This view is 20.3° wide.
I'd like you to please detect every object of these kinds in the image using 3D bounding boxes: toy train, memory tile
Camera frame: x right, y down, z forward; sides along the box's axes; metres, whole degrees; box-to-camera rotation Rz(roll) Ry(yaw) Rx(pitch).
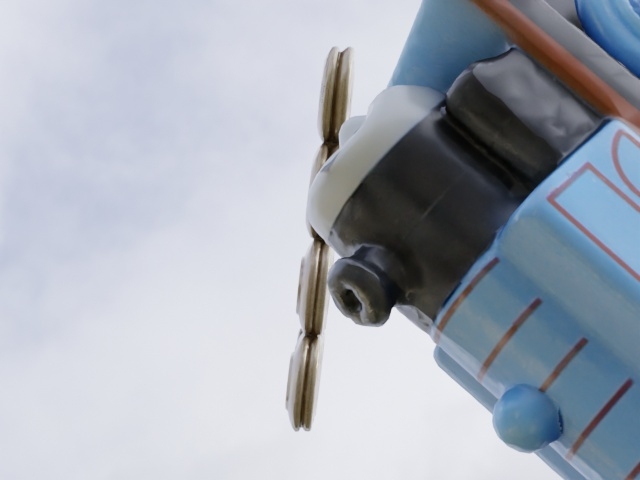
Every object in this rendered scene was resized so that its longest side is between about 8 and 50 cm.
[{"bbox_3d":[0.078,0.017,0.343,0.184,0.105,0.080,42,-34,12],"label":"toy train"},{"bbox_3d":[0.000,0.000,0.712,0.012,0.113,0.148,6,-90,1],"label":"memory tile"}]
